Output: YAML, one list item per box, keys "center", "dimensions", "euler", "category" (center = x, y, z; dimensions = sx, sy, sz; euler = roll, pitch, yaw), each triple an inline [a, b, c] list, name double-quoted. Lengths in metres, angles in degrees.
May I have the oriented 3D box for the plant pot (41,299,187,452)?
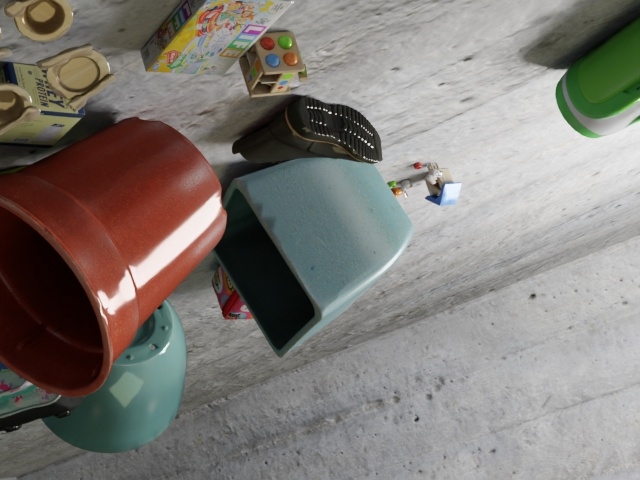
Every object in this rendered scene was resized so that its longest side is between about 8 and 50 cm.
- center: [-0.380, 0.208, 1.854]
  dimensions: [0.293, 0.293, 0.235]
  euler: [-10, 147, -26]
  category: "plant pot"

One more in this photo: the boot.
- center: [-0.016, -0.139, 1.436]
  dimensions: [0.137, 0.077, 0.198]
  euler: [-23, 151, 36]
  category: "boot"

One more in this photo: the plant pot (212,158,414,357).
- center: [0.000, 0.000, 1.619]
  dimensions: [0.252, 0.248, 0.247]
  euler: [-28, 170, -26]
  category: "plant pot"

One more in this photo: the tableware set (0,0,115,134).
- center: [-0.291, -0.179, 0.985]
  dimensions: [0.141, 0.020, 0.169]
  euler: [-24, 140, -3]
  category: "tableware set"

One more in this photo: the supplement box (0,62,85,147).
- center: [-0.318, -0.146, 1.096]
  dimensions: [0.083, 0.056, 0.083]
  euler: [-1, 158, -44]
  category: "supplement box"

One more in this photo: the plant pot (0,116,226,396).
- center: [-0.267, -0.004, 1.188]
  dimensions: [0.272, 0.272, 0.265]
  euler: [-35, -173, 47]
  category: "plant pot"

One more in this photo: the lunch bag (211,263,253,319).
- center: [-0.051, 0.049, 1.951]
  dimensions: [0.293, 0.120, 0.258]
  euler: [-12, 159, -24]
  category: "lunch bag"

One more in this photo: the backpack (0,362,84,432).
- center: [-0.506, 0.159, 1.580]
  dimensions: [0.225, 0.254, 0.191]
  euler: [-17, 160, 11]
  category: "backpack"

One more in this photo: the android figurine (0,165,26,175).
- center: [-0.404, -0.035, 1.393]
  dimensions: [0.248, 0.056, 0.273]
  euler: [-14, 166, -12]
  category: "android figurine"

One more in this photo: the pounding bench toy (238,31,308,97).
- center: [-0.043, -0.210, 1.178]
  dimensions: [0.083, 0.052, 0.065]
  euler: [-9, 162, -26]
  category: "pounding bench toy"

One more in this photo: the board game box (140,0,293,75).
- center: [-0.114, -0.230, 1.082]
  dimensions: [0.103, 0.026, 0.154]
  euler: [-5, 160, -39]
  category: "board game box"

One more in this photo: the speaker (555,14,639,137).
- center: [0.475, -0.260, 1.420]
  dimensions: [0.131, 0.131, 0.296]
  euler: [-6, 161, -35]
  category: "speaker"

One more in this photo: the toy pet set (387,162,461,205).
- center: [0.190, -0.088, 1.817]
  dimensions: [0.114, 0.065, 0.122]
  euler: [-6, 161, -36]
  category: "toy pet set"
